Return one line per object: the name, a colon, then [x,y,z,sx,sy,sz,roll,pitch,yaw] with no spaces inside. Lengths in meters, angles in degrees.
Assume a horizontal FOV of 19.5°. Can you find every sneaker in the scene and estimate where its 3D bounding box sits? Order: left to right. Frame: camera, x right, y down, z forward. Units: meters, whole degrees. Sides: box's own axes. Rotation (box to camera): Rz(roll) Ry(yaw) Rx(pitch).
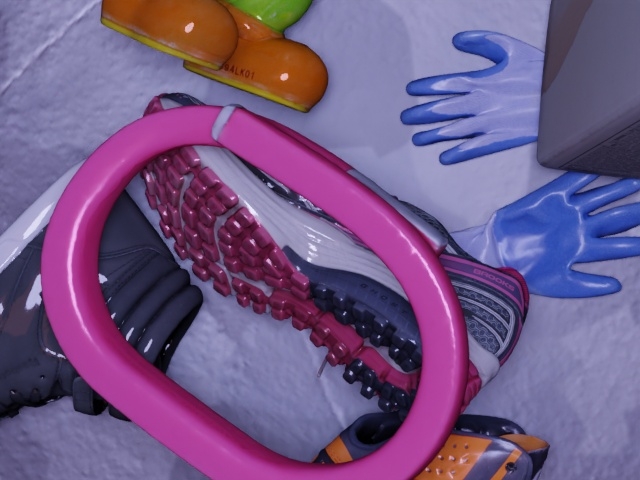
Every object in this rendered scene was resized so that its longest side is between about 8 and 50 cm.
sneaker: [-0.199,0.098,1.257,0.147,0.104,0.296,41,89,6]
sneaker: [0.000,0.000,1.253,0.299,0.121,0.112,38,58,11]
sneaker: [0.130,0.228,1.237,0.321,0.124,0.180,32,94,1]

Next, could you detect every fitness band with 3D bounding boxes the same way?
fitness band: [-0.041,0.041,1.156,0.291,0.054,0.209,35,101,14]

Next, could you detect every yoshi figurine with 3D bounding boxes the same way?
yoshi figurine: [0.013,-0.267,1.206,0.203,0.203,0.362,22,90,-11]

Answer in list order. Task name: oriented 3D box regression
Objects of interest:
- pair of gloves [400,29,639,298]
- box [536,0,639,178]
pair of gloves: [0.144,-0.052,1.280,0.159,0.023,0.198,-13,92,3]
box: [0.234,-0.115,1.117,0.148,0.311,0.121,6,84,-7]
